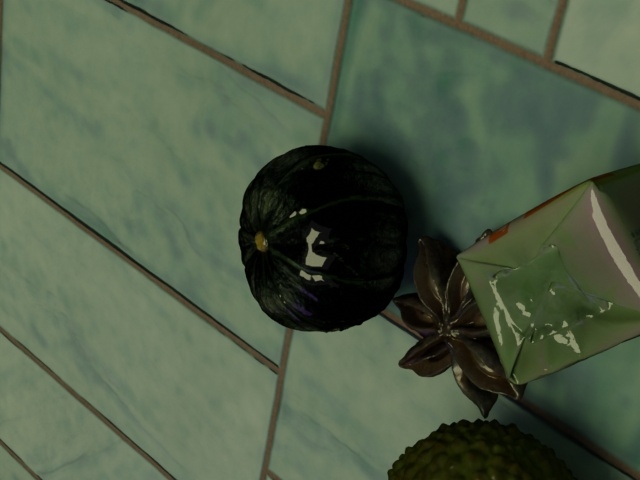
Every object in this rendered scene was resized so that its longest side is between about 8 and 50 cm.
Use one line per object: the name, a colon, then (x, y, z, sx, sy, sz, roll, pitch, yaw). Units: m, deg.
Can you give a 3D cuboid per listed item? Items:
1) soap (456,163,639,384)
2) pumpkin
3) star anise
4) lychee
soap: (0.262, 0.021, 1.053, 0.182, 0.199, 0.138, -33, 77, 47)
pumpkin: (0.000, 0.000, 1.328, 0.220, 0.162, 0.220, 0, 90, 61)
star anise: (0.159, 0.078, 1.264, 0.212, 0.073, 0.197, 29, 116, 47)
lychee: (0.170, 0.345, 1.222, 0.270, 0.270, 0.320, -3, 120, 46)
